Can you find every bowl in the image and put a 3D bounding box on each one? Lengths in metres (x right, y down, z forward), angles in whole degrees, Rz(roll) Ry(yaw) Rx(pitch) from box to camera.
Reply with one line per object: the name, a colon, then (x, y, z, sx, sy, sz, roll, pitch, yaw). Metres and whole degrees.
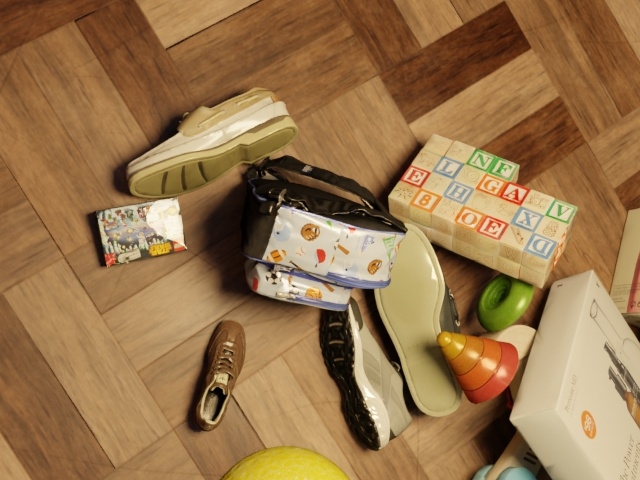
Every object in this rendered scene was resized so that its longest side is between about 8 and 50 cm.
bowl: (-0.039, 0.486, 1.399, 0.289, 0.156, 0.290, 3, 82, -19)

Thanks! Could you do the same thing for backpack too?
backpack: (0.000, 0.000, 1.423, 0.263, 0.276, 0.213, 8, 107, -9)

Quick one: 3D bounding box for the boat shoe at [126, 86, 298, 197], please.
boat shoe: (-0.193, -0.165, 1.466, 0.302, 0.113, 0.103, -23, 70, -18)

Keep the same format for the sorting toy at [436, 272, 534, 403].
sorting toy: (0.280, 0.096, 1.511, 0.126, 0.127, 0.366, 35, 53, -19)

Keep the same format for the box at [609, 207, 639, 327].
box: (0.684, 0.060, 1.722, 0.148, 0.127, 0.232, 20, 77, -15)

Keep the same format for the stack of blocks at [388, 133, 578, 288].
stack of blocks: (0.289, -0.057, 1.524, 0.297, 0.087, 0.171, 24, 60, 23)

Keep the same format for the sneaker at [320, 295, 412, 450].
sneaker: (0.081, 0.222, 1.516, 0.108, 0.100, 0.272, -21, 95, -32)

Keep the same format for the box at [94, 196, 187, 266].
box: (-0.296, -0.015, 1.436, 0.137, 0.027, 0.094, -12, 97, -20)

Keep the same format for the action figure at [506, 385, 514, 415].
action figure: (0.370, 0.277, 1.636, 0.038, 0.030, 0.115, 10, 84, -12)

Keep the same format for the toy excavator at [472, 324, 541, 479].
toy excavator: (0.351, 0.435, 1.527, 0.433, 0.222, 0.445, 45, 62, -11)

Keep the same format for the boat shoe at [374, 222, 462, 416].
boat shoe: (0.184, 0.135, 1.550, 0.127, 0.113, 0.340, -19, 89, 16)

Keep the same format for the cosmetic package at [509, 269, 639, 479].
cosmetic package: (0.479, 0.275, 1.526, 0.284, 0.097, 0.377, 52, 40, -15)

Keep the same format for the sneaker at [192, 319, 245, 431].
sneaker: (-0.159, 0.223, 1.436, 0.066, 0.071, 0.189, 17, 78, -16)
